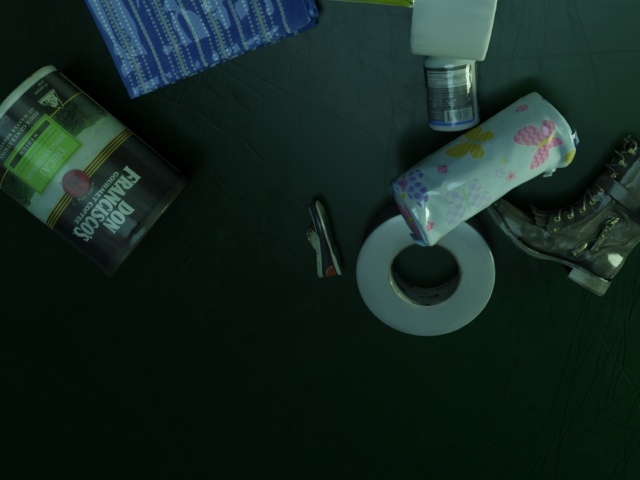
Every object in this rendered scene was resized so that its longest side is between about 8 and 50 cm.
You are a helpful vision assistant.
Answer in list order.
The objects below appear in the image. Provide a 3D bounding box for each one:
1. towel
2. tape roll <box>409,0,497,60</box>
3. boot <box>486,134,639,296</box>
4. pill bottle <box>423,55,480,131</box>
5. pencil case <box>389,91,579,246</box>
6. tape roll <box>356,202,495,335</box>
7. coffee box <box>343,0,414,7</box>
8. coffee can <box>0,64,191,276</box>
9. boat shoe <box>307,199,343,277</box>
[{"bbox_3d":[-0.193,-0.376,1.302,0.336,0.040,0.243,-19,108,16],"label":"towel"},{"bbox_3d":[0.179,-0.375,1.112,0.100,0.286,0.286,7,113,5],"label":"tape roll"},{"bbox_3d":[0.408,-0.062,1.325,0.263,0.091,0.229,30,108,-9],"label":"boot"},{"bbox_3d":[0.192,-0.236,1.279,0.078,0.078,0.137,-4,112,10],"label":"pill bottle"},{"bbox_3d":[0.235,-0.102,1.273,0.273,0.113,0.124,-30,133,0],"label":"pencil case"},{"bbox_3d":[0.169,0.041,1.403,0.219,0.072,0.219,3,113,7],"label":"tape roll"},{"bbox_3d":[-0.046,-0.474,1.045,0.338,0.334,0.338,5,109,-1],"label":"coffee box"},{"bbox_3d":[-0.370,-0.106,1.354,0.275,0.201,0.201,40,113,-8],"label":"coffee can"},{"bbox_3d":[0.000,0.000,1.426,0.043,0.049,0.137,-10,115,15],"label":"boat shoe"}]
